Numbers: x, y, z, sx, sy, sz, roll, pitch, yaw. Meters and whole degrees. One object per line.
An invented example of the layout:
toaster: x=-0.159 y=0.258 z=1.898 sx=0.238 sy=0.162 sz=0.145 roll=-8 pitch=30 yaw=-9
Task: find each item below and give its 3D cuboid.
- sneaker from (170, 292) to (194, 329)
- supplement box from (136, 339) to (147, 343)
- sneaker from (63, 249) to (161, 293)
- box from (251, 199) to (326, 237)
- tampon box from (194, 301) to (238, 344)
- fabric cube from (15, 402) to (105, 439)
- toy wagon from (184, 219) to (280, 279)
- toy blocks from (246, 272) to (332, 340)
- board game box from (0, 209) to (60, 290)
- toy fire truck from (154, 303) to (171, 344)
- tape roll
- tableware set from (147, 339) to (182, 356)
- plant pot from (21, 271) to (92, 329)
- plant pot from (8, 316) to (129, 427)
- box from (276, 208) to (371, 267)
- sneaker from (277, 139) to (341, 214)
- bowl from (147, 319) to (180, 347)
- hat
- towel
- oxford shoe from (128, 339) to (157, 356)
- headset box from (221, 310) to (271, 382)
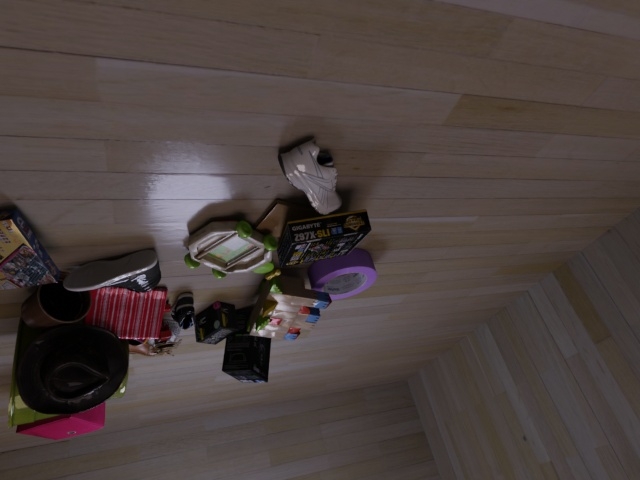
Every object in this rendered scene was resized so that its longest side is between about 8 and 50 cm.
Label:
sneaker: x=-0.550 y=0.310 z=1.784 sx=0.079 sy=0.121 sz=0.217 roll=1 pitch=145 yaw=-25
supplement box: x=-0.729 y=0.312 z=1.700 sx=0.080 sy=0.104 sz=0.188 roll=-58 pitch=152 yaw=-16
sneaker: x=-0.660 y=0.131 z=1.460 sx=0.296 sy=0.104 sz=0.146 roll=-16 pitch=144 yaw=-9
box: x=-0.102 y=-0.063 z=1.489 sx=0.201 sy=0.021 sz=0.164 roll=11 pitch=140 yaw=-37
tampon box: x=-0.443 y=0.352 z=1.901 sx=0.161 sy=0.120 sz=0.101 roll=-34 pitch=145 yaw=27
fabric cube: x=-1.172 y=0.740 z=2.054 sx=0.254 sy=0.259 sz=0.258 roll=-15 pitch=149 yaw=0
toy wagon: x=-0.273 y=0.046 z=1.513 sx=0.267 sy=0.068 sz=0.344 roll=-28 pitch=144 yaw=27
toy blocks: x=-0.122 y=0.280 z=1.804 sx=0.261 sy=0.190 sz=0.381 roll=12 pitch=132 yaw=-19
board game box: x=-0.843 y=0.032 z=1.208 sx=0.165 sy=0.042 sz=0.243 roll=-8 pitch=134 yaw=-4
toy fire truck: x=-0.636 y=0.336 z=1.799 sx=0.047 sy=0.135 sz=0.192 roll=-4 pitch=162 yaw=-32
tape roll: x=0.089 y=0.142 z=1.843 sx=0.275 sy=0.090 sz=0.274 roll=-12 pitch=149 yaw=-8
tableware set: x=-0.654 y=0.464 z=1.885 sx=0.128 sy=0.039 sz=0.194 roll=-6 pitch=159 yaw=-27
plant pot: x=-0.865 y=0.209 z=1.453 sx=0.165 sy=0.166 sz=0.167 roll=-26 pitch=148 yaw=30
plant pot: x=-0.896 y=0.462 z=1.625 sx=0.353 sy=0.366 sz=0.366 roll=6 pitch=143 yaw=-31
box: x=0.000 y=0.000 z=1.491 sx=0.257 sy=0.079 sz=0.322 roll=-9 pitch=166 yaw=-13
sneaker: x=0.001 y=-0.173 z=1.286 sx=0.129 sy=0.111 sz=0.297 roll=-31 pitch=147 yaw=13
bowl: x=-0.681 y=0.414 z=1.931 sx=0.170 sy=0.080 sz=0.170 roll=-12 pitch=149 yaw=-8
hat: x=-0.774 y=0.425 z=1.441 sx=0.331 sy=0.331 sz=0.134 roll=14 pitch=173 yaw=-40
towel: x=-0.691 y=0.254 z=1.591 sx=0.275 sy=0.198 sz=0.031 roll=11 pitch=-179 yaw=-38
oxford shoe: x=-0.764 y=0.462 z=1.981 sx=0.212 sy=0.076 sz=0.076 roll=10 pitch=133 yaw=-35
headset box: x=-0.319 y=0.470 z=2.009 sx=0.131 sy=0.282 sz=0.246 roll=-5 pitch=150 yaw=11
